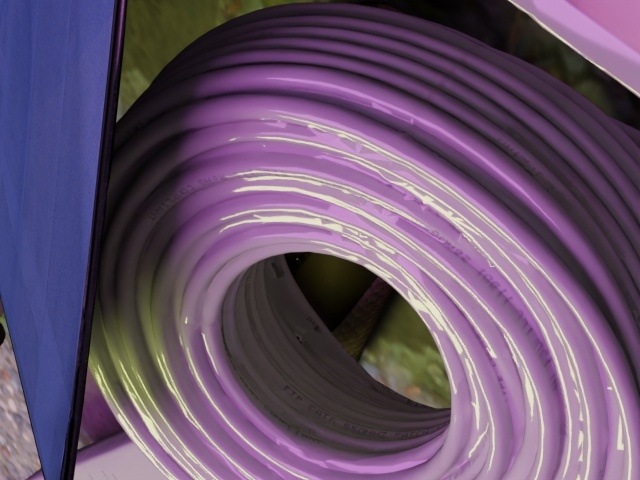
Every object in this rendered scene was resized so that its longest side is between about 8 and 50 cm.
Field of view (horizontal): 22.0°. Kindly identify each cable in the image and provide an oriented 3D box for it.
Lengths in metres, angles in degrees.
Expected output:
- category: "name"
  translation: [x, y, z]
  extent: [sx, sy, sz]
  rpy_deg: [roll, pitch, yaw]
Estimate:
- category: "cable"
  translation: [0.022, 0.034, 0.640]
  extent: [0.257, 0.089, 0.257]
  rpy_deg: [31, 133, 9]

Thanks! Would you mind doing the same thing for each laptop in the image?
- category: "laptop"
  translation: [-0.223, -0.156, 0.648]
  extent: [0.408, 0.236, 0.382]
  rpy_deg: [18, 124, 9]

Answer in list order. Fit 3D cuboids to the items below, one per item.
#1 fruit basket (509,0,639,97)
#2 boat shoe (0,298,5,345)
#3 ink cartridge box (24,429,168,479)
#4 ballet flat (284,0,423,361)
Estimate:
- category: "fruit basket"
  translation: [0.211, -0.095, 0.271]
  extent: [0.353, 0.165, 0.327]
  rpy_deg: [43, 117, 15]
- category: "boat shoe"
  translation: [-0.323, -0.061, 0.978]
  extent: [0.158, 0.127, 0.340]
  rpy_deg: [-1, 116, 42]
- category: "ink cartridge box"
  translation: [-0.083, 0.217, 0.973]
  extent: [0.224, 0.045, 0.223]
  rpy_deg: [-26, 97, 46]
- category: "ballet flat"
  translation: [0.000, 0.000, 0.722]
  extent: [0.084, 0.058, 0.250]
  rpy_deg: [41, 141, 18]
